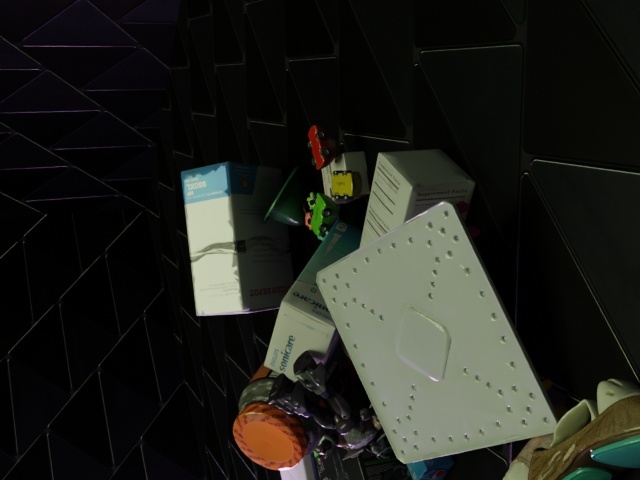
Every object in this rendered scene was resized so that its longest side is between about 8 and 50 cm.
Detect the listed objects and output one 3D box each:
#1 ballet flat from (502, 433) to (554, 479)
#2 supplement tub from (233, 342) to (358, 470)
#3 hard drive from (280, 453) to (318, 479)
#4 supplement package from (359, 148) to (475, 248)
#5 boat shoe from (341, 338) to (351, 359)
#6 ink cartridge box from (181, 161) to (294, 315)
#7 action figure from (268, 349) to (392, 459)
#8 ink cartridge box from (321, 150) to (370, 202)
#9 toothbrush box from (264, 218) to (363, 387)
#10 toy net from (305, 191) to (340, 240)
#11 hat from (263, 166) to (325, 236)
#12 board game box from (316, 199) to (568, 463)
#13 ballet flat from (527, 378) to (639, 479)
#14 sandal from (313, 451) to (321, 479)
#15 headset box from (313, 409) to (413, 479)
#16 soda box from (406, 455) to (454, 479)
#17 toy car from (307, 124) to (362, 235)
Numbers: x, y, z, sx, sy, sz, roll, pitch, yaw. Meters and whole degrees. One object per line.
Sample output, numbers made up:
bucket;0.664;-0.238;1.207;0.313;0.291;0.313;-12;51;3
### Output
ballet flat;0.324;0.443;1.294;0.107;0.106;0.316;-143;52;-60
supplement tub;-0.049;0.338;1.831;0.338;0.207;0.207;-53;-20;-51
hard drive;-0.068;0.544;2.084;0.210;0.040;0.318;29;132;61
supplement package;0.172;-0.031;1.510;0.134;0.139;0.244;-126;38;-49
boat shoe;0.183;0.247;1.587;0.324;0.116;0.123;44;121;32
ink cartridge box;-0.218;0.000;2.228;0.166;0.285;0.395;-8;86;27
action figure;0.034;0.355;1.630;0.185;0.285;0.099;-44;15;18
ink cartridge box;0.056;-0.142;1.869;0.135;0.056;0.099;162;101;-66
toothbrush box;0.011;0.134;1.741;0.295;0.126;0.216;-54;-14;-46
toy net;0.000;0.000;1.995;0.122;0.045;0.232;8;100;38
hat;-0.035;-0.069;2.151;0.208;0.183;0.173;-61;2;-40
board game box;0.189;0.170;1.400;0.390;0.050;0.390;-32;80;51
ballet flat;0.389;0.265;1.107;0.342;0.116;0.124;120;158;-50
sandal;0.043;0.573;2.025;0.076;0.102;0.265;-138;39;-57
headset box;0.104;0.526;1.809;0.246;0.131;0.283;121;139;-54
soda box;0.191;0.379;1.648;0.071;0.067;0.210;110;146;-45
toy car;0.023;-0.111;1.812;0.239;0.053;0.225;-122;35;-44
